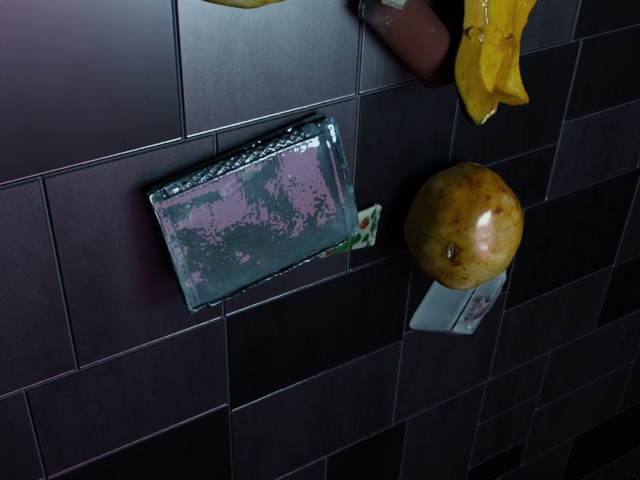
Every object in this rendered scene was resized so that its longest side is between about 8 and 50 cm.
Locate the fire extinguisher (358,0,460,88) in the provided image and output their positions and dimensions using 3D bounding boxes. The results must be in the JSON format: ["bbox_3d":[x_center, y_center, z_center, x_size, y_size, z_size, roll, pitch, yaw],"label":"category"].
[{"bbox_3d":[0.134,-0.348,1.367,0.105,0.105,0.269,-50,138,5],"label":"fire extinguisher"}]

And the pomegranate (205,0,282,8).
[{"bbox_3d":[-0.097,-0.438,0.975,0.332,0.332,0.333,-20,132,-25],"label":"pomegranate"}]

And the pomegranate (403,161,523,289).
[{"bbox_3d":[0.274,-0.027,1.636,0.248,0.248,0.248,-20,132,-25],"label":"pomegranate"}]

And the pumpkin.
[{"bbox_3d":[0.301,-0.337,1.440,0.290,0.095,0.258,-22,119,-59],"label":"pumpkin"}]

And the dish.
[{"bbox_3d":[0.329,0.122,1.892,0.181,0.080,0.243,11,115,-42],"label":"dish"}]

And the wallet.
[{"bbox_3d":[-0.105,-0.046,1.414,0.342,0.075,0.237,-26,118,-20],"label":"wallet"}]

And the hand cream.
[{"bbox_3d":[0.000,0.000,1.564,0.276,0.059,0.095,-16,130,-33],"label":"hand cream"}]
